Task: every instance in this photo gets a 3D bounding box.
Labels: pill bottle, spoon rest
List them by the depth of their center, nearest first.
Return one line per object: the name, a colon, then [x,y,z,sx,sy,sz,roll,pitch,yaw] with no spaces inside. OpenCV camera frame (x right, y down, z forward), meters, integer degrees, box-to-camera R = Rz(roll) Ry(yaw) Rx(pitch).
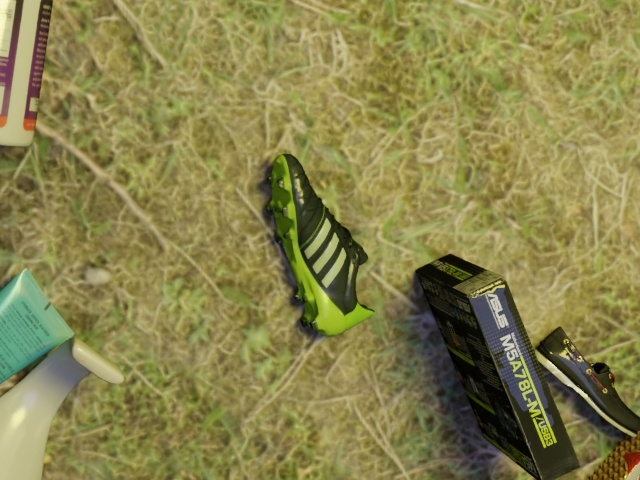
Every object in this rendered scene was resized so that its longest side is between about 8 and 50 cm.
pill bottle: [-0.288,-0.182,1.556,0.108,0.108,0.193,8,94,-13]
spoon rest: [-0.283,0.194,1.619,0.137,0.084,0.276,39,100,-20]

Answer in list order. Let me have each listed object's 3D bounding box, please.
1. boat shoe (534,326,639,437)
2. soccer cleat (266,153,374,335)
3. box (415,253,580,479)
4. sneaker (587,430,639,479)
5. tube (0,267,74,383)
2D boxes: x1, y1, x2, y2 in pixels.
boat shoe: [0.263,0.137,1.734,0.133,0.049,0.042,42,94,-8]
soccer cleat: [0.000,0.000,1.666,0.072,0.060,0.179,-21,106,-19]
box: [0.157,0.112,1.638,0.045,0.190,0.184,-26,99,-7]
sneaker: [0.330,0.225,1.754,0.185,0.069,0.084,-45,111,2]
tube: [-0.322,0.118,1.612,0.207,0.052,0.080,-38,121,-10]
